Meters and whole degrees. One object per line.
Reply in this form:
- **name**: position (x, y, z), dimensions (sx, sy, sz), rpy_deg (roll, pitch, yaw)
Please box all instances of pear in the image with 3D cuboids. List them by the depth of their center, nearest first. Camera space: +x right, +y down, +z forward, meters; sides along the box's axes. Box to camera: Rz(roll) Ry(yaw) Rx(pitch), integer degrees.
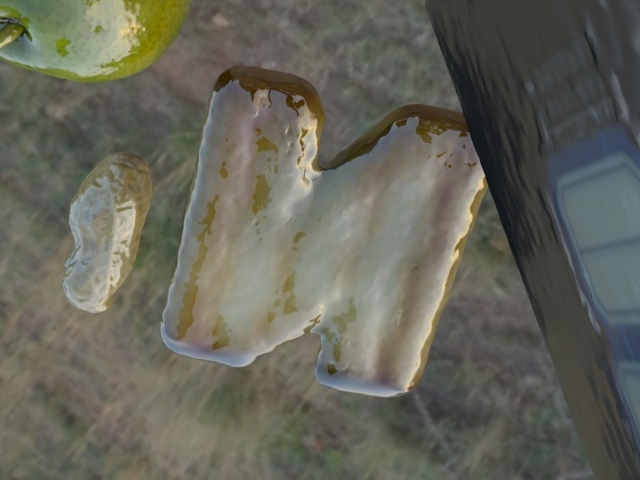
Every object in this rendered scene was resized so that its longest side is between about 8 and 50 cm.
- **pear**: position (-0.197, -0.190, 1.015), dimensions (0.180, 0.216, 0.166), rpy_deg (26, 140, 10)

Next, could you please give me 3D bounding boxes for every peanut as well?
- **peanut**: position (-0.225, -0.010, 1.390), dimensions (0.080, 0.174, 0.080), rpy_deg (16, -169, -3)

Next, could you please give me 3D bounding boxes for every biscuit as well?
- **biscuit**: position (0.000, 0.000, 1.109), dimensions (0.237, 0.062, 0.291), rpy_deg (11, 125, -4)

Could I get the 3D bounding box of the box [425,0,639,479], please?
- **box**: position (0.125, -0.009, 0.382), dimensions (0.359, 0.091, 0.350), rpy_deg (135, 116, -80)
